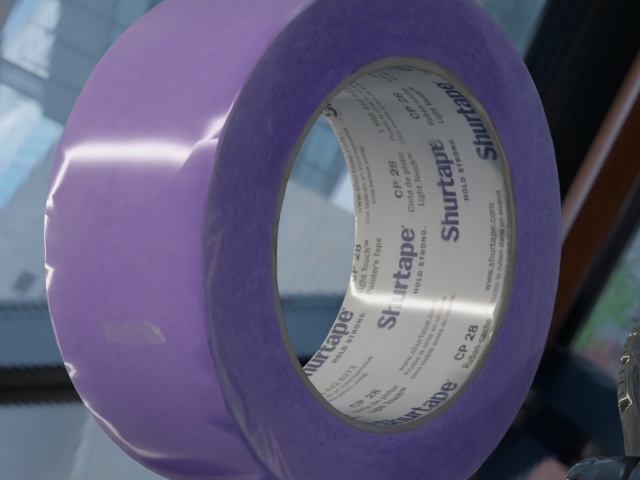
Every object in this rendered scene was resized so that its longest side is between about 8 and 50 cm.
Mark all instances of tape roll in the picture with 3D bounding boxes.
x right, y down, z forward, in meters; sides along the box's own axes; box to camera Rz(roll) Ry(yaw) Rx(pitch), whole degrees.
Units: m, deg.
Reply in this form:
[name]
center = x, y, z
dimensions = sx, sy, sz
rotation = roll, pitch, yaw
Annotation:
[tape roll]
center = 0.000, 0.000, 0.606
dimensions = 0.189, 0.080, 0.189
rotation = -4, -84, -48

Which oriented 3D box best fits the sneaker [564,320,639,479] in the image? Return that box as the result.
[sneaker]
center = 0.188, 0.101, 0.728
dimensions = 0.286, 0.130, 0.109
rotation = -49, -55, -64
